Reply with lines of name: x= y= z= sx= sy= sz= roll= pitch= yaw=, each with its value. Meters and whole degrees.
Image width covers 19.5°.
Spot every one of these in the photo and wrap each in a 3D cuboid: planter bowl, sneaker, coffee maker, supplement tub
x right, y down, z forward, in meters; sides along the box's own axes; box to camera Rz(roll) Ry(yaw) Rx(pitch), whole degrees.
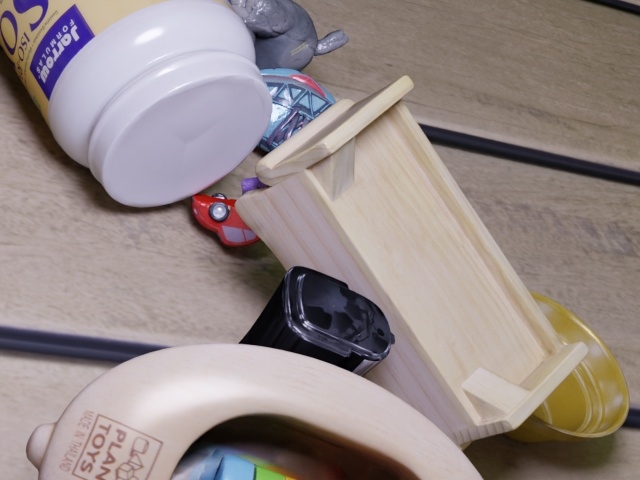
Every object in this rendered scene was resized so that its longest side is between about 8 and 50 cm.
planter bowl: x=0.232 y=0.160 z=2.087 sx=0.217 sy=0.090 sz=0.217 roll=22 pitch=37 yaw=-18
sneaker: x=0.006 y=-0.115 z=2.180 sx=0.262 sy=0.104 sz=0.125 roll=26 pitch=16 yaw=-14
coffee maker: x=-0.042 y=0.123 z=1.827 sx=0.171 sy=0.178 sz=0.120 roll=5 pitch=45 yaw=-36
supplement tub: x=-0.218 y=-0.224 z=2.031 sx=0.241 sy=0.241 sz=0.331 roll=-4 pitch=51 yaw=-43

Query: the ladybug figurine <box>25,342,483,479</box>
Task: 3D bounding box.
ladybug figurine: x=-0.048 y=0.254 z=1.629 sx=0.449 sy=0.162 sz=0.305 roll=27 pitch=76 yaw=-13

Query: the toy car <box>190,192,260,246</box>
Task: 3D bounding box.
toy car: x=0.000 y=0.000 z=2.044 sx=0.239 sy=0.053 sz=0.225 roll=1 pitch=14 yaw=-39

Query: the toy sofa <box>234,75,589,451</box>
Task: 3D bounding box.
toy sofa: x=0.090 y=0.031 z=1.896 sx=0.150 sy=0.177 sz=0.362 roll=-40 pitch=99 yaw=-38

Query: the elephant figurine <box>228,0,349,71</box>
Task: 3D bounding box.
elephant figurine: x=-0.126 y=-0.283 z=2.268 sx=0.239 sy=0.169 sz=0.186 roll=45 pitch=4 yaw=40
